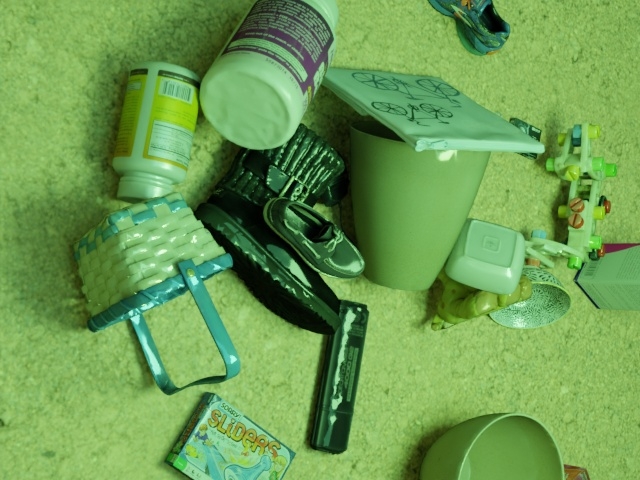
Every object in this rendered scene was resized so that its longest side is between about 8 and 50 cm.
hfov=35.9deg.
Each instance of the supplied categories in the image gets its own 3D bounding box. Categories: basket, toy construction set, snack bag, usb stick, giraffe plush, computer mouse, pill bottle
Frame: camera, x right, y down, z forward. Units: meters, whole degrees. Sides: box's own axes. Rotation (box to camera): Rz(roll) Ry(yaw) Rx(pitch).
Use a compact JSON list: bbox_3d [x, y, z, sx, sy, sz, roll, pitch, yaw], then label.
[{"bbox_3d":[-0.234,0.087,1.480,0.201,0.254,0.289,-19,88,-36],"label":"basket"},{"bbox_3d":[0.532,-0.068,2.091,0.215,0.151,0.328,39,73,-55],"label":"toy construction set"},{"bbox_3d":[0.193,-0.227,1.763,0.323,0.342,0.037,-2,120,-37],"label":"snack bag"},{"bbox_3d":[0.035,0.248,1.795,0.077,0.045,0.278,14,81,-27],"label":"usb stick"},{"bbox_3d":[0.278,0.065,1.906,0.181,0.210,0.171,-9,77,-51],"label":"giraffe plush"},{"bbox_3d":[0.026,-0.055,1.806,0.071,0.041,0.242,-26,109,-50],"label":"computer mouse"},{"bbox_3d":[-0.259,-0.163,1.551,0.117,0.117,0.215,15,80,-34],"label":"pill bottle"},{"bbox_3d":[-0.070,-0.301,1.625,0.169,0.169,0.302,48,43,-25],"label":"pill bottle"}]

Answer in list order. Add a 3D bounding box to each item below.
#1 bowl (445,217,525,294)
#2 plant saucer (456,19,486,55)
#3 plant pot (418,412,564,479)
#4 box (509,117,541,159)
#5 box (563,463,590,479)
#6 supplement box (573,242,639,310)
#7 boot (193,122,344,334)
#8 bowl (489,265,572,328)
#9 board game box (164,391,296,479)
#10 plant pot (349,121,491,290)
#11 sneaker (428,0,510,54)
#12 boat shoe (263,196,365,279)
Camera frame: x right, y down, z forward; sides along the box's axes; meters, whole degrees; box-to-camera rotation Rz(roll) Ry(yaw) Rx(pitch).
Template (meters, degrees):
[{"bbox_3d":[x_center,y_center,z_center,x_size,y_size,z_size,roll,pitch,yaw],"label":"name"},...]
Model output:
[{"bbox_3d":[0.309,0.021,1.819,0.142,0.053,0.142,17,54,4],"label":"bowl"},{"bbox_3d":[0.330,-0.442,2.036,0.119,0.021,0.120,2,87,-36],"label":"plant saucer"},{"bbox_3d":[0.298,0.463,1.887,0.284,0.191,0.284,2,87,-36],"label":"plant pot"},{"bbox_3d":[0.432,-0.216,2.104,0.083,0.018,0.067,19,78,-33],"label":"box"},{"bbox_3d":[0.512,0.604,2.073,0.122,0.128,0.257,-31,106,-32],"label":"box"},{"bbox_3d":[0.686,0.079,2.154,0.114,0.220,0.111,44,66,-26],"label":"supplement box"},{"bbox_3d":[-0.035,-0.029,1.699,0.348,0.131,0.260,47,64,-24],"label":"boot"},{"bbox_3d":[0.425,0.104,2.027,0.170,0.170,0.080,27,45,-32],"label":"bowl"},{"bbox_3d":[-0.148,0.365,1.666,0.201,0.035,0.136,41,67,-27],"label":"board game box"},{"bbox_3d":[0.159,-0.058,1.793,0.256,0.256,0.274,-2,108,-35],"label":"plant pot"},{"bbox_3d":[0.296,-0.468,1.955,0.221,0.087,0.083,40,71,-12],"label":"sneaker"},{"bbox_3d":[0.000,0.000,1.604,0.206,0.065,0.075,37,70,-23],"label":"boat shoe"}]
